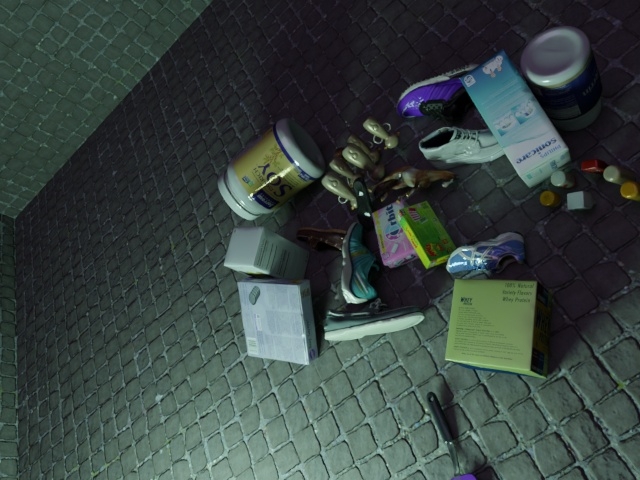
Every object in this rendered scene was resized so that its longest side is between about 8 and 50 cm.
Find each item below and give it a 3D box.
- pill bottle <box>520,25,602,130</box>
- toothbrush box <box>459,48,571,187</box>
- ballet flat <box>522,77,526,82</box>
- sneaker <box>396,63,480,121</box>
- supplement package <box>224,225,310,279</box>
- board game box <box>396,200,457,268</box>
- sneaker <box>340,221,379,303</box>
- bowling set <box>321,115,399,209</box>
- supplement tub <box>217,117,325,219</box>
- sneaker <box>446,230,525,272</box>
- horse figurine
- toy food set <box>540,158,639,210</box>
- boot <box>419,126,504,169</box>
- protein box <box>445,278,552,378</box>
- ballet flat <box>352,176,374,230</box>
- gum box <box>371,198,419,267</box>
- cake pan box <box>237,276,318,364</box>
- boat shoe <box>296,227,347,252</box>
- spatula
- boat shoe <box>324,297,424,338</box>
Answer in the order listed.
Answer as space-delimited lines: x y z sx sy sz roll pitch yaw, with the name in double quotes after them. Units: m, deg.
0.606 -0.388 1.293 0.153 0.265 0.153 -15 63 32 "pill bottle"
0.496 -0.297 1.315 0.126 0.216 0.295 -33 74 22 "toothbrush box"
0.548 -0.438 1.518 0.114 0.041 0.041 -9 65 35 "ballet flat"
0.369 -0.421 1.599 0.293 0.102 0.146 -18 61 31 "sneaker"
-0.170 0.058 1.700 0.139 0.244 0.133 0 70 38 "supplement package"
0.297 -0.018 1.461 0.092 0.043 0.181 -19 62 -14 "board game box"
0.124 0.067 1.572 0.110 0.107 0.275 -6 55 12 "sneaker"
0.132 -0.261 1.707 0.287 0.154 0.200 -52 12 10 "bowling set"
-0.174 -0.245 1.845 0.331 0.241 0.241 -35 53 21 "supplement tub"
0.426 0.046 1.357 0.211 0.080 0.081 -24 54 29 "sneaker"
0.259 -0.173 1.566 0.174 0.066 0.263 -36 24 -22 "horse figurine"
0.666 -0.130 1.265 0.232 0.105 0.111 -11 76 54 "toy food set"
0.413 -0.278 1.485 0.258 0.123 0.095 -16 61 31 "boot"
0.427 0.206 1.245 0.200 0.136 0.201 -2 70 38 "protein box"
0.140 -0.113 1.625 0.058 0.049 0.173 -1 112 27 "ballet flat"
0.229 -0.015 1.547 0.107 0.062 0.188 -25 56 26 "gum box"
-0.133 0.250 1.624 0.246 0.070 0.266 -2 99 36 "cake pan box"
0.000 0.000 1.710 0.207 0.073 0.073 3 70 39 "boat shoe"
0.316 0.511 1.262 0.084 0.030 0.296 -33 53 24 "spatula"
0.141 0.213 1.479 0.320 0.116 0.099 -20 63 36 "boat shoe"
